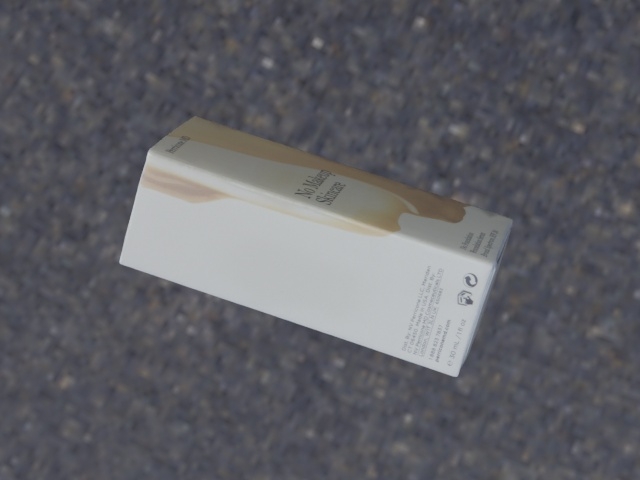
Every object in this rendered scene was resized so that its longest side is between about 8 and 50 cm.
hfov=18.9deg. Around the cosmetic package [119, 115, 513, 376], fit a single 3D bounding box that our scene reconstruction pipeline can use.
[{"bbox_3d":[0.000,0.000,0.620,0.115,0.060,0.041,18,108,5],"label":"cosmetic package"}]
